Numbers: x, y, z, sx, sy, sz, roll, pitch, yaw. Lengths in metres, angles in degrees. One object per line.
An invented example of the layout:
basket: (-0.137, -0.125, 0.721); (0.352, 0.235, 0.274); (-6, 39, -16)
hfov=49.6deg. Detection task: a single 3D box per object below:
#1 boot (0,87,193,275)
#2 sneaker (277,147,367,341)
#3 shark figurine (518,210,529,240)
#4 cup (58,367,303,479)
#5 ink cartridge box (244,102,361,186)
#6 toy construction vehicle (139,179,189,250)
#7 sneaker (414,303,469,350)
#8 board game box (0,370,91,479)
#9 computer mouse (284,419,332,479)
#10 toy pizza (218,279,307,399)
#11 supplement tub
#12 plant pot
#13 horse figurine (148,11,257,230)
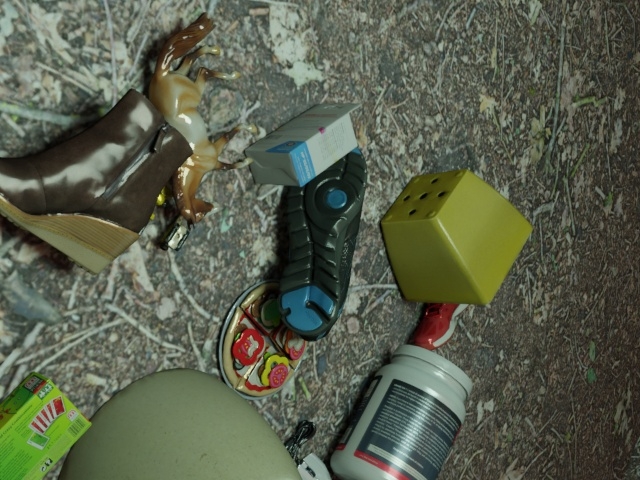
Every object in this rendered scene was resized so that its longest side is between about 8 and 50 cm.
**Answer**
boot: (-0.284, -0.098, 0.802); (0.207, 0.090, 0.248); (-57, 135, -12)
sneaker: (0.000, 0.000, 1.150); (0.140, 0.125, 0.341); (74, 28, -69)
shark figurine: (0.382, -0.027, 1.556); (0.278, 0.116, 0.166); (-43, 140, -37)
cup: (-0.151, 0.364, 0.944); (0.331, 0.237, 0.331); (-11, 104, -47)
ink cartridge box: (-0.017, -0.154, 1.093); (0.181, 0.104, 0.062); (-39, 124, -36)
toy construction vehicle: (-0.220, -0.031, 0.951); (0.086, 0.035, 0.098); (40, 64, -32)
sneaker: (0.240, 0.125, 1.463); (0.221, 0.087, 0.128); (-47, 121, -47)
board game box: (-0.372, 0.257, 0.823); (0.181, 0.043, 0.092); (-50, 130, -30)
computer mouse: (-0.015, 0.422, 1.248); (0.106, 0.042, 0.193); (-48, 129, -32)
toy pizza: (-0.082, 0.164, 1.135); (0.201, 0.032, 0.201); (-11, 105, -46)
supplement tub: (0.157, 0.357, 1.316); (0.272, 0.191, 0.191); (-57, 133, -23)
plant pot: (0.245, -0.018, 1.347); (0.187, 0.212, 0.212); (53, 59, -25)
horse figurine: (-0.169, -0.168, 0.953); (0.174, 0.066, 0.263); (-36, 122, -42)
